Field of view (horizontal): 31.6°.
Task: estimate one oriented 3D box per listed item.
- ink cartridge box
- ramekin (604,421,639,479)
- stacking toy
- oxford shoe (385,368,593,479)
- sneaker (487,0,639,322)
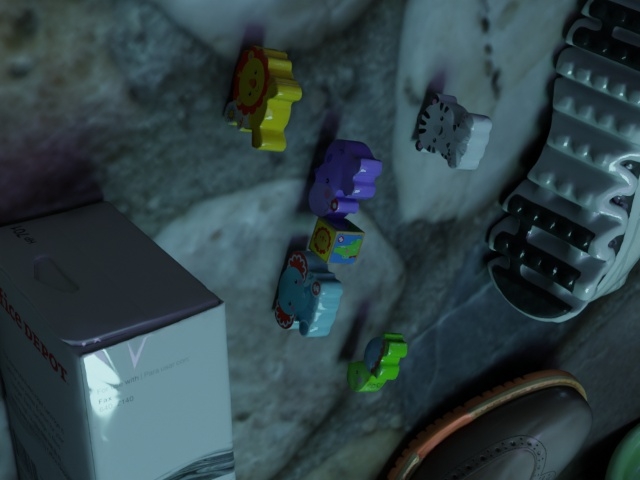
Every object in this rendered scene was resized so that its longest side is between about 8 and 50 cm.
[{"bbox_3d":[-0.110,0.095,0.599,0.082,0.140,0.190,-17,122,-29],"label":"ink cartridge box"},{"bbox_3d":[0.387,0.296,0.994,0.303,0.303,0.148,-18,131,-30],"label":"ramekin"},{"bbox_3d":[0.000,0.000,0.700,0.167,0.052,0.221,4,112,-37],"label":"stacking toy"},{"bbox_3d":[0.092,0.247,0.842,0.364,0.133,0.130,-43,132,-12],"label":"oxford shoe"},{"bbox_3d":[0.222,-0.079,0.799,0.118,0.110,0.292,0,121,-46],"label":"sneaker"}]
